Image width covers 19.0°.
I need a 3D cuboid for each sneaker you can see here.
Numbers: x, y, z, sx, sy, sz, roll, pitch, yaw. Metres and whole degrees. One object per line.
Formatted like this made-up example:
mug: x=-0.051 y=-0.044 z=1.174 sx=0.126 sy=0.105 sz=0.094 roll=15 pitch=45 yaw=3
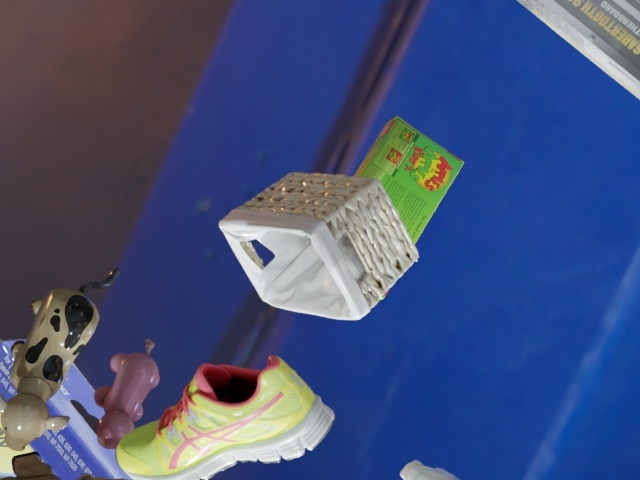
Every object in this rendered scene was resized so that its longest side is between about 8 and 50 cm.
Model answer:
sneaker: x=-0.094 y=0.146 z=1.636 sx=0.094 sy=0.208 sz=0.081 roll=59 pitch=-152 yaw=-25
sneaker: x=0.130 y=0.253 z=1.879 sx=0.061 sy=0.054 sz=0.152 roll=43 pitch=180 yaw=39

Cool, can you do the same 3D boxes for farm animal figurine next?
farm animal figurine: x=-0.269 y=0.237 z=1.868 sx=0.330 sy=0.326 sz=0.172 roll=65 pitch=167 yaw=-12

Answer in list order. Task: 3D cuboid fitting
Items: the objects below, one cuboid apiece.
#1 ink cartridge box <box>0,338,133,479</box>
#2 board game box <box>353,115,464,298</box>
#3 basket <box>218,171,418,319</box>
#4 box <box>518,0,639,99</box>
ink cartridge box: x=-0.369 y=0.223 z=2.219 sx=0.307 sy=0.072 sz=0.304 roll=2 pitch=140 yaw=33
board game box: x=0.070 y=-0.034 z=2.085 sx=0.092 sy=0.181 sz=0.043 roll=34 pitch=164 yaw=-9
basket: x=0.000 y=0.000 z=1.898 sx=0.167 sy=0.103 sz=0.113 roll=6 pitch=131 yaw=53
box: x=0.306 y=-0.238 z=1.749 sx=0.231 sy=0.183 sz=0.056 roll=41 pitch=177 yaw=16
